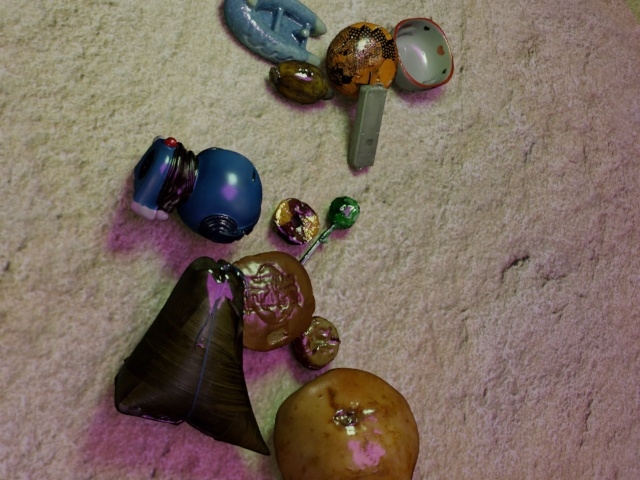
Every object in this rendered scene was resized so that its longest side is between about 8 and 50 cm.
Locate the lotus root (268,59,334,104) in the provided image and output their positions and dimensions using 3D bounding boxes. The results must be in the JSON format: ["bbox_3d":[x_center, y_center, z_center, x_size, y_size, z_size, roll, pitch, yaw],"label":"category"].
[{"bbox_3d":[-0.049,-0.464,1.761,0.209,0.120,0.120,13,75,-25],"label":"lotus root"}]

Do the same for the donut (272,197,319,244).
[{"bbox_3d":[-0.076,-0.050,1.703,0.140,0.059,0.141,6,74,-24],"label":"donut"}]

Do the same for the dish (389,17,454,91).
[{"bbox_3d":[0.311,-0.601,1.995,0.256,0.117,0.257,5,79,-29],"label":"dish"}]

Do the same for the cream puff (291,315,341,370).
[{"bbox_3d":[-0.017,0.284,1.668,0.148,0.084,0.149,6,80,-33],"label":"cream puff"}]

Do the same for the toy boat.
[{"bbox_3d":[-0.119,-0.637,1.751,0.329,0.123,0.215,22,72,-27],"label":"toy boat"}]

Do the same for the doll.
[{"bbox_3d":[-0.289,-0.127,1.493,0.309,0.240,0.284,24,41,-30],"label":"doll"}]

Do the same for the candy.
[{"bbox_3d":[0.001,0.002,1.745,0.097,0.097,0.323,45,72,-16],"label":"candy"}]

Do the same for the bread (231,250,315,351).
[{"bbox_3d":[-0.150,0.157,1.575,0.269,0.148,0.270,5,79,-29],"label":"bread"}]

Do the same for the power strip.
[{"bbox_3d":[0.140,-0.344,1.813,0.078,0.052,0.272,-8,121,-29],"label":"power strip"}]

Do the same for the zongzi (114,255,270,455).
[{"bbox_3d":[-0.208,0.283,1.432,0.432,0.208,0.404,31,91,-19],"label":"zongzi"}]

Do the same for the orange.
[{"bbox_3d":[0.126,-0.542,1.820,0.234,0.182,0.235,-14,130,-17],"label":"orange"}]

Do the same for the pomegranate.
[{"bbox_3d":[0.068,0.532,1.531,0.409,0.410,0.411,6,78,-29],"label":"pomegranate"}]
